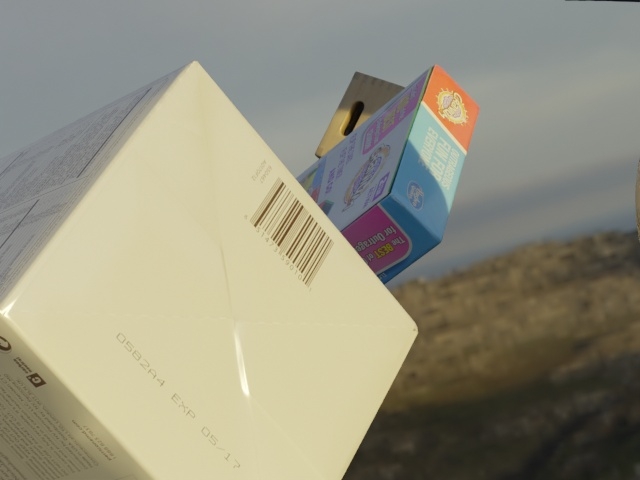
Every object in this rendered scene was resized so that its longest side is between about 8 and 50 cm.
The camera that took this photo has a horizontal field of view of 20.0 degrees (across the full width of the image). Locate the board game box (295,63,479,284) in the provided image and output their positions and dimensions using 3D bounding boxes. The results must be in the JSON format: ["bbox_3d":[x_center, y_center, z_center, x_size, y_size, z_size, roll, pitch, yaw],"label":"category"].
[{"bbox_3d":[0.000,0.000,1.691,0.316,0.064,0.242,-38,17,32],"label":"board game box"}]

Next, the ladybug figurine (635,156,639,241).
[{"bbox_3d":[0.375,-0.084,0.905,0.449,0.305,0.162,-34,35,-1],"label":"ladybug figurine"}]

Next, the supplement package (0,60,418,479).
[{"bbox_3d":[-0.132,0.072,0.963,0.263,0.199,0.198,-21,27,42],"label":"supplement package"}]

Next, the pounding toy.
[{"bbox_3d":[0.067,-0.132,2.113,0.100,0.141,0.130,21,-9,33],"label":"pounding toy"}]
